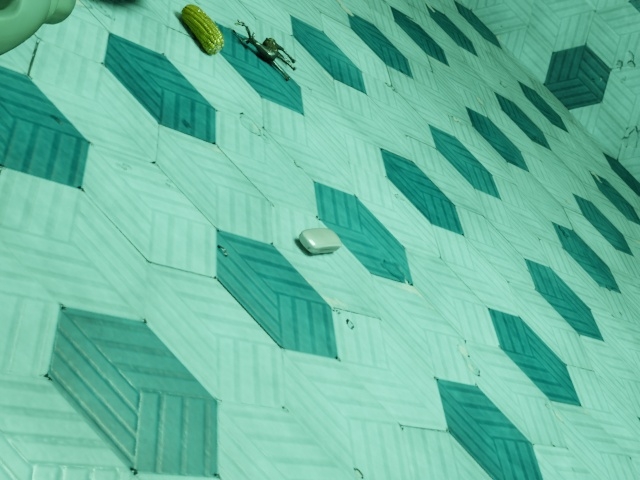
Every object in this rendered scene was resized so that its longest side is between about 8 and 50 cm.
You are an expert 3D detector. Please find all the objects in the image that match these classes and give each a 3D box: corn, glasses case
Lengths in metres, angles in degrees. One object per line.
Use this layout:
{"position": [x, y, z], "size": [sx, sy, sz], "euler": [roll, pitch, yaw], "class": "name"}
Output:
{"position": [-0.173, -0.313, 1.699], "size": [0.092, 0.037, 0.037], "euler": [50, 23, 22], "class": "corn"}
{"position": [0.000, 0.000, 1.476], "size": [0.032, 0.021, 0.083], "euler": [54, 24, 15], "class": "glasses case"}

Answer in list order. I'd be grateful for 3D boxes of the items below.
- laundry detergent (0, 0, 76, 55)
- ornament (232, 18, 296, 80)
{"position": [-0.377, -0.255, 1.122], "size": [0.264, 0.124, 0.398], "euler": [37, 18, 21], "class": "laundry detergent"}
{"position": [-0.091, -0.313, 1.848], "size": [0.125, 0.028, 0.073], "euler": [36, 25, -24], "class": "ornament"}
